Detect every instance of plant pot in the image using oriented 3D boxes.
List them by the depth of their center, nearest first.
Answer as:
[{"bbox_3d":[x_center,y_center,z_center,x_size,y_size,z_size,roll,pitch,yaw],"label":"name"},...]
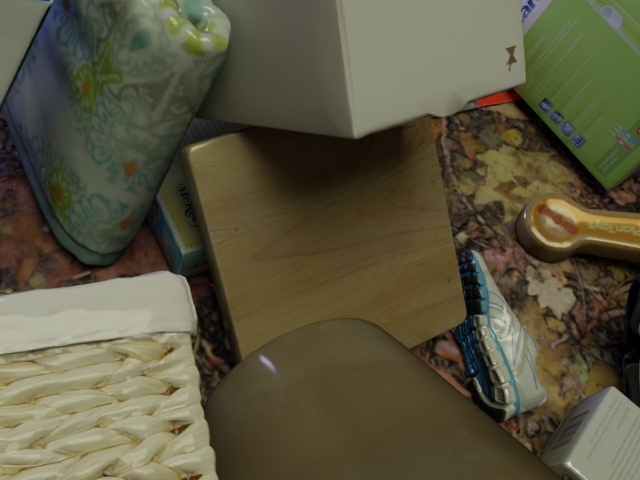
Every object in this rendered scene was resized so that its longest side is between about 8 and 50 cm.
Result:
[{"bbox_3d":[0.039,0.224,0.636,0.323,0.323,0.280,-16,51,-25],"label":"plant pot"}]

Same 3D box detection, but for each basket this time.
[{"bbox_3d":[-0.235,0.213,0.524,0.331,0.328,0.266,-9,68,-23],"label":"basket"}]

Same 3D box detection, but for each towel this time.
[{"bbox_3d":[-0.241,-0.206,0.765,0.090,0.320,0.374,-18,67,-36],"label":"towel"}]

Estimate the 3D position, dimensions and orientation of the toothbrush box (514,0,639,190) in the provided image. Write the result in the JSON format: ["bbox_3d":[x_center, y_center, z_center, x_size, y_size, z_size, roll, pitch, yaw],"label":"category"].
[{"bbox_3d":[0.367,-0.242,1.036,0.122,0.206,0.283,-26,70,-40],"label":"toothbrush box"}]

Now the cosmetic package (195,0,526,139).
[{"bbox_3d":[-0.022,-0.197,0.729,0.197,0.365,0.155,-22,113,-35],"label":"cosmetic package"}]

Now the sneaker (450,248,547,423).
[{"bbox_3d":[0.193,0.100,0.881,0.083,0.071,0.190,-3,70,-26],"label":"sneaker"}]

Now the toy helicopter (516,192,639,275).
[{"bbox_3d":[0.415,0.017,0.980,0.355,0.140,0.235,7,67,-1],"label":"toy helicopter"}]

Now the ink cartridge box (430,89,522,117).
[{"bbox_3d":[0.150,-0.258,1.078,0.232,0.066,0.189,-15,66,-20],"label":"ink cartridge box"}]

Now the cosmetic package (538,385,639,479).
[{"bbox_3d":[0.338,0.270,0.812,0.231,0.085,0.117,43,58,7],"label":"cosmetic package"}]

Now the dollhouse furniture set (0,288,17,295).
[{"bbox_3d":[-0.269,0.088,0.729,0.152,0.076,0.058,12,57,-11],"label":"dollhouse furniture set"}]

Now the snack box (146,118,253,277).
[{"bbox_3d":[-0.135,-0.126,0.905,0.187,0.060,0.322,-17,67,-27],"label":"snack box"}]

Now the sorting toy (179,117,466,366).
[{"bbox_3d":[0.000,0.000,0.799,0.257,0.089,0.255,-20,105,-28],"label":"sorting toy"}]

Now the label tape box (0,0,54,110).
[{"bbox_3d":[-0.339,-0.085,0.628,0.115,0.249,0.347,29,64,-32],"label":"label tape box"}]

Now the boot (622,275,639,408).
[{"bbox_3d":[0.442,0.201,0.872,0.223,0.118,0.338,-5,81,5],"label":"boot"}]
